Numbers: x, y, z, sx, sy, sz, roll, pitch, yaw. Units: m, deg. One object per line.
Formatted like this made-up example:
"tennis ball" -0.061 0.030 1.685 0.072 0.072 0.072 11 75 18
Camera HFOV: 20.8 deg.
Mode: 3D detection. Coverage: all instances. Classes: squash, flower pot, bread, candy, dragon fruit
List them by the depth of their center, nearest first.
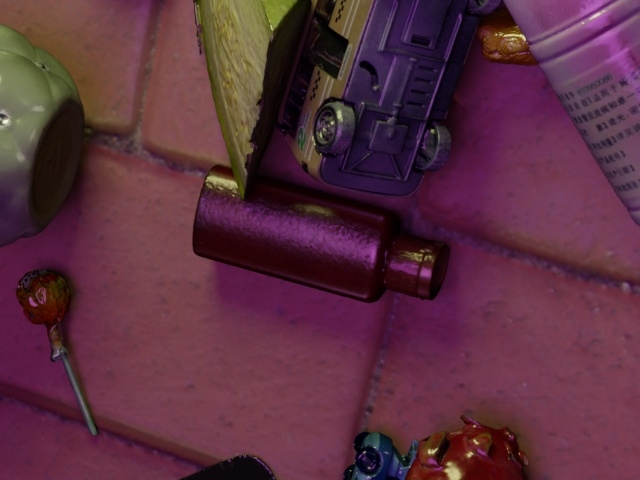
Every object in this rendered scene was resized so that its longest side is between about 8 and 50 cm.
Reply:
"bread" 0.193 -0.196 1.681 0.083 0.081 0.046 41 140 53
"squash" -0.094 -0.203 1.742 0.155 0.204 0.237 22 140 4
"dragon fruit" 0.138 0.258 1.747 0.133 0.136 0.166 2 63 35
"flower pot" -0.361 -0.106 1.815 0.195 0.246 0.246 17 105 11
"candy" -0.283 0.125 1.933 0.060 0.060 0.201 -13 103 21

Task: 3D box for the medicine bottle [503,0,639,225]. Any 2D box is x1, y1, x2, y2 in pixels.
"medicine bottle" 0.289 -0.157 1.592 0.152 0.152 0.254 -29 98 22

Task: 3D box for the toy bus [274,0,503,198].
"toy bus" 0.060 -0.196 1.682 0.157 0.139 0.289 42 120 54

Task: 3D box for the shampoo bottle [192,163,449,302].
"shampoo bottle" 0.000 0.000 1.792 0.260 0.064 0.102 15 103 17

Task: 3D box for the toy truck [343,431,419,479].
"toy truck" 0.057 0.268 1.826 0.074 0.063 0.136 16 107 -6

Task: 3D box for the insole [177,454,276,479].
"insole" -0.186 0.314 1.948 0.322 0.007 0.109 -23 93 22
